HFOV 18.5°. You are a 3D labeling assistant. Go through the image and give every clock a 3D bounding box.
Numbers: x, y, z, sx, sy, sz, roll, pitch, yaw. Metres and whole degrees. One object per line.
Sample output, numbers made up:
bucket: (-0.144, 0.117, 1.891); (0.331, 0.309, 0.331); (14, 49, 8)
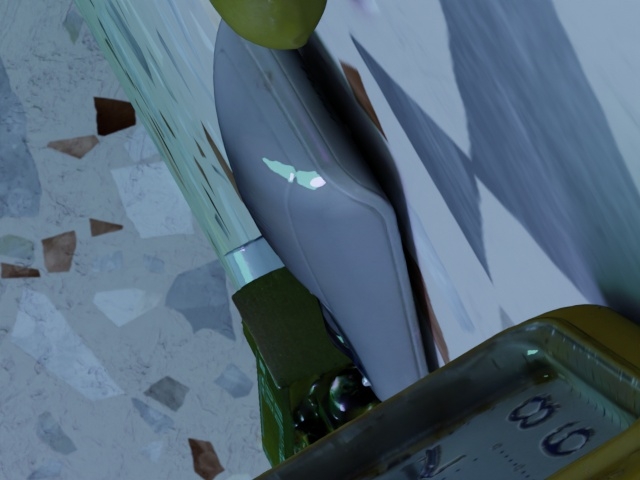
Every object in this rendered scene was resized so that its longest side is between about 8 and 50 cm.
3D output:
clock: (0.018, 0.106, 0.486); (0.096, 0.202, 0.143); (62, 174, -11)

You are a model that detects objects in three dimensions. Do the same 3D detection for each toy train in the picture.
toy train: (0.007, 0.124, 1.238); (0.225, 0.090, 0.137); (90, 155, -54)

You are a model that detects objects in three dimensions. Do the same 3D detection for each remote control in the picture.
remote control: (0.000, 0.000, 0.933); (0.109, 0.055, 0.313); (59, 175, 23)

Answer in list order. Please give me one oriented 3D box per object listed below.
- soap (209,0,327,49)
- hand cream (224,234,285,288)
soap: (-0.032, -0.120, 0.636); (0.089, 0.045, 0.140); (62, 177, 28)
hand cream: (0.030, 0.144, 1.400); (0.058, 0.085, 0.331); (-28, 91, 49)
